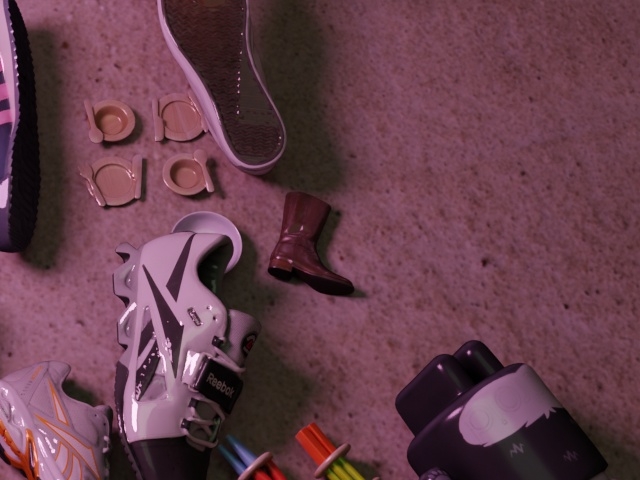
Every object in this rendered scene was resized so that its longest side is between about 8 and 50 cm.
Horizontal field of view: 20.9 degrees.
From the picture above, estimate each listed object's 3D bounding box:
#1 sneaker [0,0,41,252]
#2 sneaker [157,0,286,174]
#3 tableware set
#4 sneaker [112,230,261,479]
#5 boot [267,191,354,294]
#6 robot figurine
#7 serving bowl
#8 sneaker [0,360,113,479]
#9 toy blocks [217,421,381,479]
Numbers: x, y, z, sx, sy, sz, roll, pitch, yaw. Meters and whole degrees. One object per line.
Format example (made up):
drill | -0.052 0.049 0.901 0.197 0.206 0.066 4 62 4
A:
sneaker | -0.390 -0.124 1.950 0.131 0.112 0.319 -9 63 3
sneaker | -0.121 -0.208 2.011 0.105 0.123 0.290 -16 83 -6
tableware set | -0.201 -0.109 2.013 0.168 0.020 0.141 -6 67 -14
sneaker | -0.133 0.136 1.828 0.146 0.122 0.331 -14 66 16
boot | 0.000 0.000 1.995 0.106 0.037 0.114 19 58 -4
robot figurine | 0.202 0.246 1.842 0.209 0.173 0.278 -35 75 -12
serving bowl | -0.132 0.009 1.966 0.083 0.027 0.083 4 65 -9
sneaker | -0.248 0.232 1.802 0.121 0.099 0.262 -28 74 -26
toy blocks | -0.026 0.244 1.860 0.123 0.054 0.148 -40 77 -24
